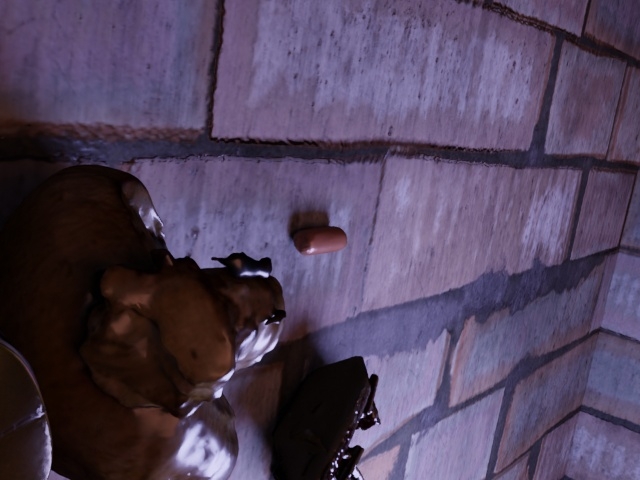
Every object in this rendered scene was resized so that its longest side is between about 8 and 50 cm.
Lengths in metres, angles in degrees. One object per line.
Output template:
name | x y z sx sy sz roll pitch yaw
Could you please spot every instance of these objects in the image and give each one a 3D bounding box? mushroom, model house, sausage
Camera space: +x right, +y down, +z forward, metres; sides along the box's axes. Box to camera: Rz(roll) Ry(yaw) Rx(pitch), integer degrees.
mushroom | -0.145 0.074 0.529 0.195 0.283 0.264 -12 77 -35
model house | 0.024 0.272 0.930 0.203 0.141 0.164 -53 129 -28
sausage | 0.000 0.000 0.872 0.083 0.034 0.034 -7 109 -51

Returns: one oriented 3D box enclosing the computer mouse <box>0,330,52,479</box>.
computer mouse | -0.308 0.131 0.372 0.310 0.072 0.158 -10 118 -13
